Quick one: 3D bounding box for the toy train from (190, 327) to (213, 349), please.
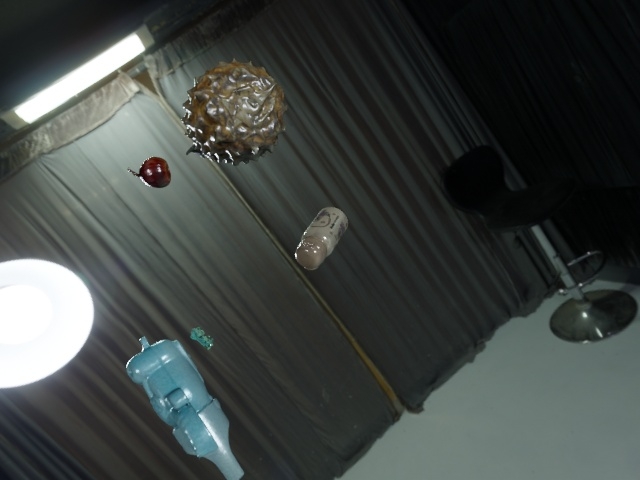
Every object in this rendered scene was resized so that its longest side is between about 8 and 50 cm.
[{"bbox_3d":[-0.401,0.333,1.381,0.029,0.092,0.045,-22,-37,-59],"label":"toy train"}]

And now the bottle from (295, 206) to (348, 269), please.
[{"bbox_3d":[0.000,0.000,1.166,0.097,0.109,0.209,14,40,19],"label":"bottle"}]

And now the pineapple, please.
[{"bbox_3d":[-0.183,-0.227,0.760,0.175,0.175,0.361,-39,26,-12],"label":"pineapple"}]

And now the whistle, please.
[{"bbox_3d":[-0.215,0.270,0.664,0.093,0.273,0.186,-33,-8,-30],"label":"whistle"}]

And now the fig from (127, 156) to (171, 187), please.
[{"bbox_3d":[-0.652,-0.266,1.583,0.151,0.128,0.128,4,-21,-41],"label":"fig"}]
